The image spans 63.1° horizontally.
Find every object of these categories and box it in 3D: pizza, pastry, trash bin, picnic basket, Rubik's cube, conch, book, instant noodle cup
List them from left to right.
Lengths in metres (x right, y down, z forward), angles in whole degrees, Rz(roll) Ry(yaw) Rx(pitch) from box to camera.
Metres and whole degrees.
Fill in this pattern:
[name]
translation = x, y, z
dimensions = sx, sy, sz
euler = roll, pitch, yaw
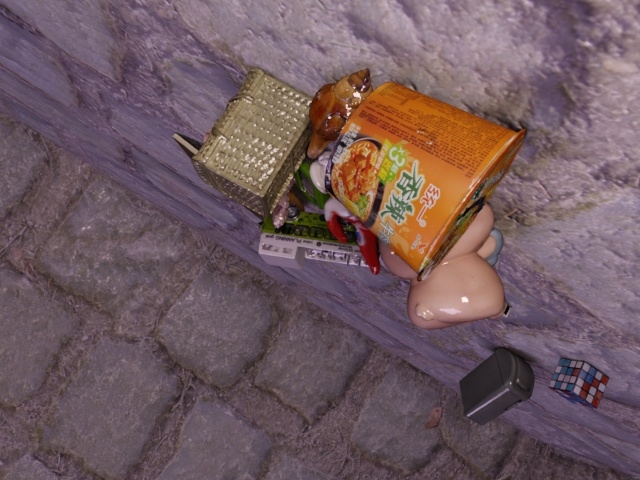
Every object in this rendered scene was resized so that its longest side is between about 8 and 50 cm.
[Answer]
[book]
translation = -0.272, -0.168, 1.473
dimensions = 0.310, 0.021, 0.217
euler = 37, 170, 24
[picnic basket]
translation = -0.112, -0.170, 0.908
dimensions = 0.154, 0.196, 0.134
euler = 28, 168, 6
[pastry]
translation = -0.138, -0.162, 1.163
dimensions = 0.265, 0.112, 0.103
euler = 51, -174, -20
[pizza]
translation = -0.108, -0.126, 1.332
dimensions = 0.127, 0.058, 0.246
euler = 13, 159, 48
[conch]
translation = 0.015, -0.190, 0.795
dimensions = 0.080, 0.086, 0.232
euler = 35, 164, -18
[instant noodle cup]
translation = 0.126, -0.089, 0.687
dimensions = 0.182, 0.230, 0.230
euler = 36, 168, 16
[trash bin]
translation = 0.559, 0.457, 1.654
dimensions = 0.101, 0.236, 0.177
euler = 34, -152, -16
[Rubik's cube]
translation = 0.690, 0.381, 1.395
dimensions = 0.092, 0.092, 0.092
euler = 33, 165, -9

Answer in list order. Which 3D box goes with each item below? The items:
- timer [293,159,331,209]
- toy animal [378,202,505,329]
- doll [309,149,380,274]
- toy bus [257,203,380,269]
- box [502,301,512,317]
[timer]
translation = -0.023, -0.133, 1.084
dimensions = 0.128, 0.047, 0.140
euler = 49, 169, 21
[toy animal]
translation = 0.203, 0.041, 0.892
dimensions = 0.229, 0.221, 0.210
euler = 26, 151, -19
[doll]
translation = 0.096, -0.056, 1.026
dimensions = 0.188, 0.099, 0.384
euler = -21, 139, 21
[toy bus]
translation = 0.000, 0.000, 1.286
dimensions = 0.301, 0.139, 0.113
euler = 7, 161, 14
[box]
translation = 0.350, 0.105, 1.254
dimensions = 0.247, 0.033, 0.129
euler = 41, 164, -36
